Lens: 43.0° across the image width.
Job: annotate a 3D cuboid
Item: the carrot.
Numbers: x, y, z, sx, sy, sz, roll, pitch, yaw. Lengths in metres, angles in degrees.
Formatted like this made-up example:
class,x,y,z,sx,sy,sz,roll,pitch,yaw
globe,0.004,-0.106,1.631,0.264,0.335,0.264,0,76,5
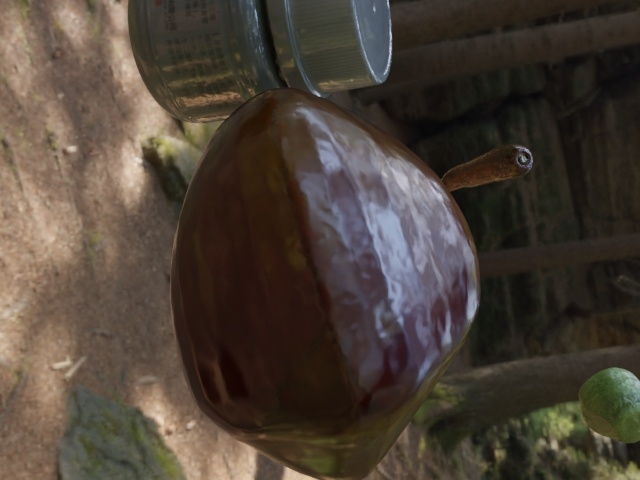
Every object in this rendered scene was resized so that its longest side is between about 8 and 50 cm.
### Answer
class,x,y,z,sx,sy,sz,roll,pitch,yaw
carrot,0.274,-0.119,1.386,0.248,0.059,0.059,-15,-96,65

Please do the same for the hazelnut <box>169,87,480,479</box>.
class,x,y,z,sx,sy,sz,roll,pitch,yaw
hazelnut,-0.005,0.021,0.461,0.181,0.181,0.212,-53,169,-6

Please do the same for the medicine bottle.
class,x,y,z,sx,sy,sz,roll,pitch,yaw
medicine bottle,-0.074,-0.291,1.096,0.245,0.306,0.245,-3,90,-72

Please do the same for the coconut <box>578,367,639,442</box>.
class,x,y,z,sx,sy,sz,roll,pitch,yaw
coconut,0.358,0.199,0.989,0.096,0.087,0.088,-119,-165,-70
